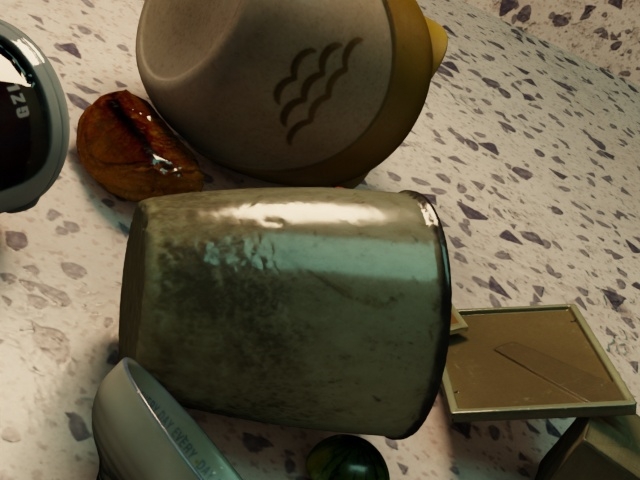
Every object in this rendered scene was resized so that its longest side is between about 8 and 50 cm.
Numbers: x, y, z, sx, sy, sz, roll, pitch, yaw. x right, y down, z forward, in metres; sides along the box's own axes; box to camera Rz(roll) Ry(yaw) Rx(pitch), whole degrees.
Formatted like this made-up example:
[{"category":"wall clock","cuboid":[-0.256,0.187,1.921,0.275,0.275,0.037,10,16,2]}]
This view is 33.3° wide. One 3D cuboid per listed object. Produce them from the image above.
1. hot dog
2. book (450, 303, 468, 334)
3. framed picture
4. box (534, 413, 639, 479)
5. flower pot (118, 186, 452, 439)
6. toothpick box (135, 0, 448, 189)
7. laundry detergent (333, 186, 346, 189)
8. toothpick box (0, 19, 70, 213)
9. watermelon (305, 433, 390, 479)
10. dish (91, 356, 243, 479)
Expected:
[{"category":"hot dog","cuboid":[-0.256,-0.127,1.526,0.160,0.099,0.227,8,35,-37]},{"category":"book","cuboid":[0.089,0.064,1.585,0.170,0.018,0.242,-9,44,-24]},{"category":"framed picture","cuboid":[0.276,0.162,1.483,0.240,0.020,0.324,-3,20,-1]},{"category":"box","cuboid":[0.402,0.337,1.371,0.231,0.149,0.155,35,28,9]},{"category":"flower pot","cuboid":[-0.054,0.072,1.219,0.330,0.294,0.294,6,35,-15]},{"category":"toothpick box","cuboid":[-0.039,-0.288,1.677,0.425,0.409,0.409,23,27,-39]},{"category":"laundry detergent","cuboid":[0.000,0.000,1.500,0.097,0.165,0.049,36,27,10]},{"category":"toothpick box","cuboid":[-0.480,-0.104,1.161,0.263,0.263,0.354,38,30,12]},{"category":"watermelon","cuboid":[0.038,0.261,1.234,0.105,0.062,0.105,25,20,-10]},{"category":"dish","cuboid":[-0.144,0.255,0.995,0.273,0.134,0.273,49,-6,7]}]
